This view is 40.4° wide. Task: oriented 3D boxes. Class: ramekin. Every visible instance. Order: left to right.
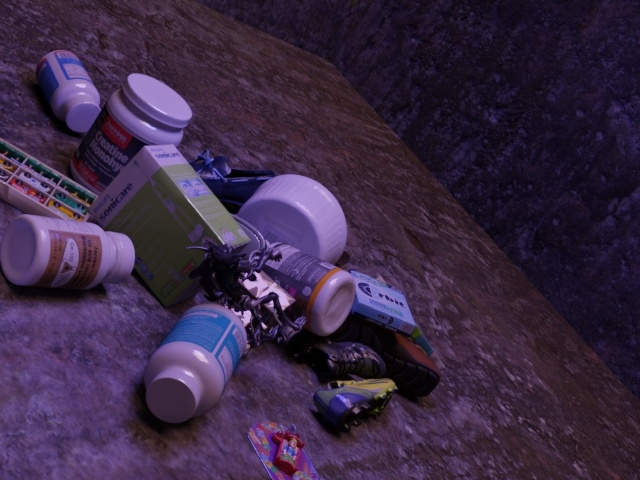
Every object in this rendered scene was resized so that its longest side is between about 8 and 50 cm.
[{"bbox_3d":[-0.084,-0.015,2.169,0.277,0.277,0.135,40,29,3],"label":"ramekin"}]

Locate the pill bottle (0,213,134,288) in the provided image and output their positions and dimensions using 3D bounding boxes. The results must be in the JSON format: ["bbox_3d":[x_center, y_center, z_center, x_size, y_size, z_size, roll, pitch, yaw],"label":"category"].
[{"bbox_3d":[-0.474,0.027,1.651,0.229,0.131,0.131,8,37,-52],"label":"pill bottle"}]

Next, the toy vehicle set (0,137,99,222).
[{"bbox_3d":[-0.612,-0.116,1.845,0.267,0.035,0.166,32,22,-16],"label":"toy vehicle set"}]

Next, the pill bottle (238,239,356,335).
[{"bbox_3d":[-0.070,0.098,2.019,0.278,0.162,0.162,24,14,28],"label":"pill bottle"}]

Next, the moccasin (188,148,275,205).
[{"bbox_3d":[-0.280,-0.181,2.338,0.342,0.117,0.138,8,27,-38],"label":"moccasin"}]

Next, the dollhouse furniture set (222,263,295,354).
[{"bbox_3d":[-0.175,0.170,1.898,0.129,0.129,0.184,41,51,8],"label":"dollhouse furniture set"}]

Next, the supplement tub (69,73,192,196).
[{"bbox_3d":[-0.440,-0.229,2.017,0.191,0.272,0.191,32,23,-15],"label":"supplement tub"}]

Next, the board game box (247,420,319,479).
[{"bbox_3d":[-0.064,0.406,1.679,0.133,0.033,0.168,12,33,-48],"label":"board game box"}]

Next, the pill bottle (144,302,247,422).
[{"bbox_3d":[-0.234,0.229,1.606,0.146,0.146,0.264,37,21,-4],"label":"pill bottle"}]

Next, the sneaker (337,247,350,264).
[{"bbox_3d":[0.000,0.000,2.551,0.192,0.064,0.086,32,15,-16],"label":"sneaker"}]

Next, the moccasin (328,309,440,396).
[{"bbox_3d":[0.136,0.251,2.161,0.380,0.139,0.147,26,18,-22],"label":"moccasin"}]

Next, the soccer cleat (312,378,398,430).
[{"bbox_3d":[0.083,0.344,1.956,0.121,0.093,0.289,35,17,22],"label":"soccer cleat"}]

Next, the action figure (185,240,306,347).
[{"bbox_3d":[-0.154,0.087,1.746,0.275,0.164,0.141,56,32,-21],"label":"action figure"}]

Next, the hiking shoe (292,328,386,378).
[{"bbox_3d":[0.041,0.288,2.015,0.227,0.086,0.114,20,34,-4],"label":"hiking shoe"}]

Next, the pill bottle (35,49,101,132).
[{"bbox_3d":[-0.633,-0.374,2.204,0.124,0.124,0.221,15,32,-46],"label":"pill bottle"}]

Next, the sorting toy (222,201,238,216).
[{"bbox_3d":[-0.169,-0.030,2.356,0.274,0.046,0.132,41,22,5],"label":"sorting toy"}]

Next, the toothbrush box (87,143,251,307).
[{"bbox_3d":[-0.323,-0.034,1.860,0.283,0.206,0.122,49,22,7],"label":"toothbrush box"}]

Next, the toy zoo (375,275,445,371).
[{"bbox_3d":[0.248,0.240,2.352,0.293,0.030,0.192,54,1,-44],"label":"toy zoo"}]

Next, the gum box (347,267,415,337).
[{"bbox_3d":[0.142,0.151,2.132,0.157,0.041,0.184,23,19,-15],"label":"gum box"}]

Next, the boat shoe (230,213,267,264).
[{"bbox_3d":[-0.240,-0.013,2.003,0.302,0.114,0.091,19,0,27],"label":"boat shoe"}]
